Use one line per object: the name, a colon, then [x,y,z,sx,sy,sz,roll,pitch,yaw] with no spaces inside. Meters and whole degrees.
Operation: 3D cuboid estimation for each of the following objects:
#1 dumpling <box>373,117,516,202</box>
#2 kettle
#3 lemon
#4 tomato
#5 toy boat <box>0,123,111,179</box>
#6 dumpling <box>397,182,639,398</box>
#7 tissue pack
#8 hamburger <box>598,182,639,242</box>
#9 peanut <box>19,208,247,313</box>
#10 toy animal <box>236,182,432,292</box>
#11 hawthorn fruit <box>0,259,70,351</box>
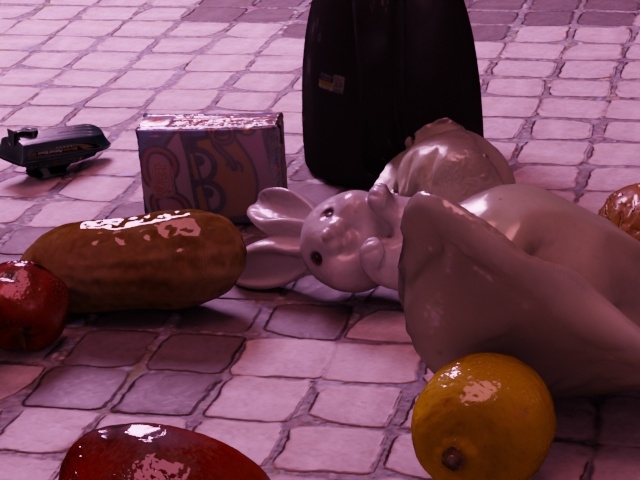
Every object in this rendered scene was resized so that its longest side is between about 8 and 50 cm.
dumpling: [0.122,-0.046,1.995,0.155,0.111,0.181,-32,11,10]
kettle: [0.076,-0.212,2.158,0.207,0.290,0.268,0,23,6]
lemon: [0.124,0.142,1.492,0.109,0.109,0.133,5,24,20]
tomato: [-0.117,0.181,1.439,0.173,0.099,0.189,-3,20,6]
toy boat: [-0.302,-0.108,2.265,0.141,0.060,0.055,-13,22,-40]
dumpling: [0.190,0.069,1.579,0.243,0.187,0.318,38,10,35]
tissue pack: [-0.113,-0.078,2.078,0.155,0.115,0.065,1,24,8]
hamburger: [0.343,-0.007,1.868,0.176,0.087,0.102,9,23,22]
peanut: [-0.180,0.023,1.864,0.226,0.095,0.108,-6,-8,7]
toy animal: [0.002,-0.002,1.866,0.220,0.104,0.131,3,-7,18]
hawthorn fruit: [-0.276,0.066,1.797,0.093,0.093,0.093,-3,21,1]
